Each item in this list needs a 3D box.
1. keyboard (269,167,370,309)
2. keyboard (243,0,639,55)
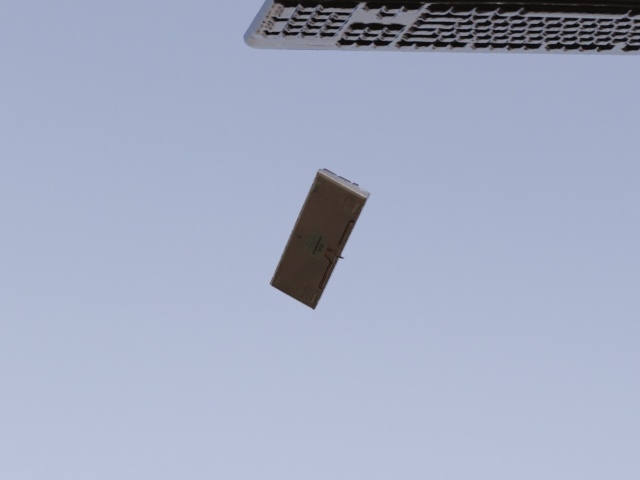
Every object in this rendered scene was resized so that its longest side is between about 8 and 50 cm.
[{"bbox_3d":[0.000,0.000,1.358,0.055,0.017,0.166,29,-43,5],"label":"keyboard"},{"bbox_3d":[0.147,-0.140,0.922,0.381,0.041,0.103,-8,-9,-15],"label":"keyboard"}]
